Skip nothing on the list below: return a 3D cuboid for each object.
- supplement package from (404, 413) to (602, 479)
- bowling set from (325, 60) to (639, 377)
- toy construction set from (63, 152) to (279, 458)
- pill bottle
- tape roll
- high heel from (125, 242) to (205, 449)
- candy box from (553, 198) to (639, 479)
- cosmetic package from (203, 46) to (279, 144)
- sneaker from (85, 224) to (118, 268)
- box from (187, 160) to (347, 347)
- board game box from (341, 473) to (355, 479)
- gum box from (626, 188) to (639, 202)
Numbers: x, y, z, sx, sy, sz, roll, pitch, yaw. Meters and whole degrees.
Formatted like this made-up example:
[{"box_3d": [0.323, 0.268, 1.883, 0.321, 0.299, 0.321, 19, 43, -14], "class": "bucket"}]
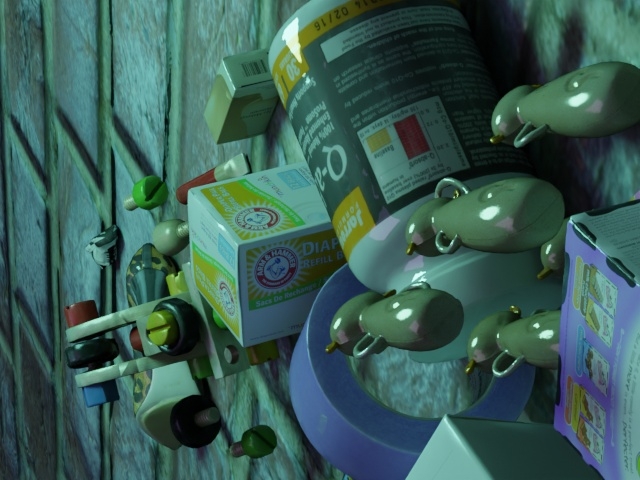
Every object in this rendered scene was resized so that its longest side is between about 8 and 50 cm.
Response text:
[{"box_3d": [0.177, 0.286, 1.397, 0.177, 0.175, 0.293, -61, 40, 25], "class": "supplement package"}, {"box_3d": [0.151, 0.033, 1.366, 0.200, 0.287, 0.154, 51, 156, -16], "class": "bowling set"}, {"box_3d": [-0.113, 0.048, 2.110, 0.237, 0.257, 0.308, -25, 56, 52], "class": "toy construction set"}, {"box_3d": [0.077, -0.057, 1.529, 0.162, 0.162, 0.278, 116, 136, -60], "class": "pill bottle"}, {"box_3d": [0.073, 0.103, 1.604, 0.080, 0.189, 0.189, 113, 139, -58], "class": "tape roll"}, {"box_3d": [-0.201, 0.136, 2.548, 0.261, 0.093, 0.186, 86, 177, -48], "class": "high heel"}, {"box_3d": [0.222, 0.094, 1.190, 0.196, 0.070, 0.164, -131, 33, -49], "class": "candy box"}, {"box_3d": [-0.078, -0.147, 2.026, 0.115, 0.060, 0.041, 114, 138, -61], "class": "cosmetic package"}, {"box_3d": [-0.296, 0.010, 2.751, 0.043, 0.040, 0.109, 57, 162, 3], "class": "sneaker"}, {"box_3d": [0.000, 0.000, 1.707, 0.114, 0.203, 0.103, -132, 34, -52], "class": "box"}, {"box_3d": [0.074, 0.290, 1.931, 0.141, 0.048, 0.170, 106, 145, -52], "class": "board game box"}, {"box_3d": [0.263, 0.029, 1.234, 0.107, 0.062, 0.188, 130, 124, -65], "class": "gum box"}]
